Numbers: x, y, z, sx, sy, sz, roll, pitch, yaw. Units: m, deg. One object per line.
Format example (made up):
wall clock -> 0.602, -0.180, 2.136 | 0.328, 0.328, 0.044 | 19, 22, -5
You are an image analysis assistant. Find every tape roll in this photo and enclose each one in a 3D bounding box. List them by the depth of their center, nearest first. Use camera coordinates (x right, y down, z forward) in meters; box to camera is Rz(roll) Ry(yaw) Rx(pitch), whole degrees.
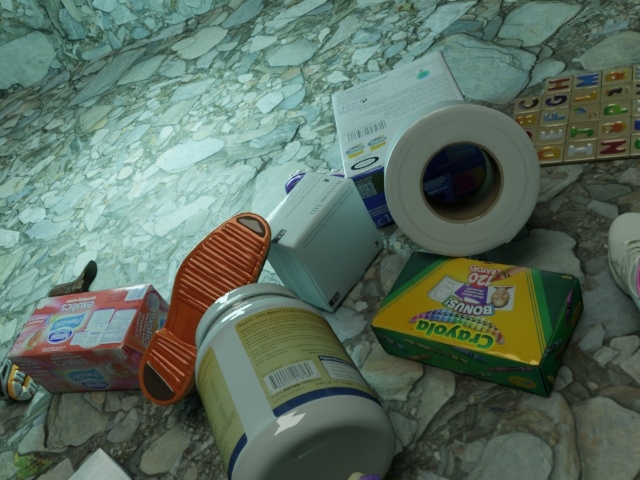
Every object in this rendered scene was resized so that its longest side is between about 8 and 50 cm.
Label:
tape roll -> 0.229, -0.110, 1.092 | 0.246, 0.246, 0.169 | -21, 11, 10

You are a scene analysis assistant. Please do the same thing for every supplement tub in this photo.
supplement tub -> -0.054, 0.226, 0.950 | 0.228, 0.228, 0.316 | -32, 38, -3

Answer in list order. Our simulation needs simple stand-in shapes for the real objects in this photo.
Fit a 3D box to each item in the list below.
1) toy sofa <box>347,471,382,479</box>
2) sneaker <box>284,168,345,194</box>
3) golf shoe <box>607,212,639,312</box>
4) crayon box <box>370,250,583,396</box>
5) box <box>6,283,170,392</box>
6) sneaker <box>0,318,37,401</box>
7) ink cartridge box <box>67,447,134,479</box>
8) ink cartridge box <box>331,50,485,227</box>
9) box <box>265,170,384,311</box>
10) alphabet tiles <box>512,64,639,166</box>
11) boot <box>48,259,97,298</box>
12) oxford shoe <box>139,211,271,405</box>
toy sofa -> 0.043, 0.449, 0.687 | 0.150, 0.177, 0.362 | 11, 53, 40
sneaker -> -0.008, -0.116, 1.429 | 0.170, 0.068, 0.071 | -3, 51, 29
golf shoe -> 0.472, 0.045, 0.893 | 0.115, 0.140, 0.306 | -19, 38, 16
crayon box -> 0.238, 0.118, 1.003 | 0.278, 0.081, 0.165 | 9, 52, 38
box -> -0.440, 0.201, 1.288 | 0.300, 0.142, 0.154 | -9, 43, 24
sneaker -> -0.651, 0.254, 1.414 | 0.083, 0.084, 0.215 | -20, 40, 20
ink cartridge box -> -0.355, 0.451, 1.059 | 0.179, 0.045, 0.145 | 32, 66, 28
ink cartridge box -> 0.180, -0.196, 1.329 | 0.270, 0.151, 0.395 | -21, 38, 12
box -> 0.000, 0.000, 1.201 | 0.119, 0.182, 0.181 | 15, 56, 42
alphabet tiles -> 0.547, -0.251, 1.272 | 0.343, 0.011, 0.285 | -3, 46, 30
boot -> -0.612, 0.101, 1.595 | 0.114, 0.037, 0.106 | -18, 37, 22
oxford shoe -> -0.186, 0.114, 1.137 | 0.130, 0.133, 0.363 | 34, 97, 18
